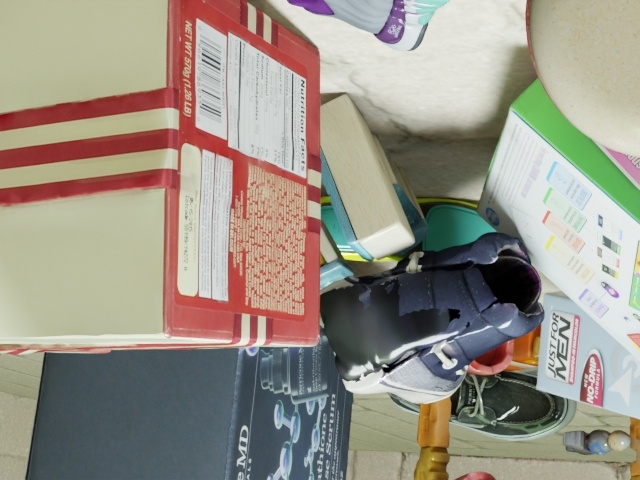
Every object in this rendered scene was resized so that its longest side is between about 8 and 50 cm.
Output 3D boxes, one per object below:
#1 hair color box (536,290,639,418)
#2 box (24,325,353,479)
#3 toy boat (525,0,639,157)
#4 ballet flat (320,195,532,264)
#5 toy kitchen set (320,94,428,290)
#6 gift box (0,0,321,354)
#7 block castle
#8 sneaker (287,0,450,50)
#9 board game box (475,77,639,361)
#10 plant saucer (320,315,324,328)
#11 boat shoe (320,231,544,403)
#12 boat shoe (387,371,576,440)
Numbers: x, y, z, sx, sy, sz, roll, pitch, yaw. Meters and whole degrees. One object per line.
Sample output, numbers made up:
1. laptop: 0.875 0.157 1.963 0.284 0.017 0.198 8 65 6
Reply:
1. hair color box: 0.422 0.129 1.176 0.185 0.113 0.374 -1 -173 -38
2. box: -0.119 0.217 1.233 0.212 0.293 0.395 0 164 18
3. toy boat: 0.225 -0.120 0.617 0.231 0.151 0.151 4 -167 6
4. ballet flat: 0.095 -0.008 1.158 0.231 0.077 0.077 8 -174 1
5. toy kitchen set: 0.000 0.000 0.990 0.166 0.122 0.207 -26 156 10
6. gift box: -0.165 -0.050 0.760 0.258 0.255 0.276 -3 168 24
7. block castle: 0.358 0.273 1.612 0.453 0.303 0.213 12 163 -23
8. sneaker: 0.025 -0.161 0.601 0.098 0.083 0.224 12 165 -4
9. board game box: 0.262 0.027 0.868 0.316 0.064 0.242 44 170 12
10. plant saucer: -0.086 0.068 1.415 0.400 0.100 0.400 5 164 1
11. boat shoe: 0.128 0.068 1.024 0.158 0.127 0.340 -20 172 18
12. boat shoe: 0.258 0.272 1.971 0.335 0.121 0.119 0 168 28
